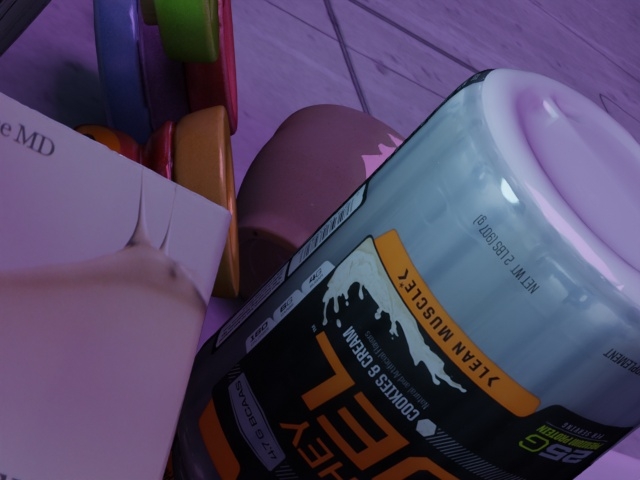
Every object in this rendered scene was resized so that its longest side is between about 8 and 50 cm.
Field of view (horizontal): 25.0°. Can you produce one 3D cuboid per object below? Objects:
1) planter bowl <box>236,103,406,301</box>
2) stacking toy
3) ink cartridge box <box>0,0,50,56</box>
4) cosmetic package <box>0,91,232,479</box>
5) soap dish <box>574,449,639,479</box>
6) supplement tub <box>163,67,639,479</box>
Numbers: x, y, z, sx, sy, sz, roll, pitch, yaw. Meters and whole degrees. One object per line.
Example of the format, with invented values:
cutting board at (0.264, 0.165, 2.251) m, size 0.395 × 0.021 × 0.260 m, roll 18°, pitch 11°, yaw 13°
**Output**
planter bowl at (0.000, 0.000, 1.020) m, size 0.162 × 0.162 × 0.109 m, roll 45°, pitch 55°, yaw 1°
stacking toy at (-0.127, -0.138, 0.930) m, size 0.130 × 0.279 × 0.309 m, roll -4°, pitch 35°, yaw -1°
ink cartridge box at (-0.283, -0.209, 0.749) m, size 0.285 × 0.166 × 0.395 m, roll 41°, pitch 5°, yaw -8°
cosmetic package at (-0.157, 0.106, 0.524) m, size 0.160 × 0.113 × 0.309 m, roll 26°, pitch 66°, yaw -32°
soap dish at (0.192, 0.250, 0.951) m, size 0.291 × 0.118 × 0.229 m, roll 21°, pitch 36°, yaw -38°
supplement tub at (0.054, 0.073, 0.791) m, size 0.194 × 0.316 × 0.193 m, roll 32°, pitch 30°, yaw -21°
